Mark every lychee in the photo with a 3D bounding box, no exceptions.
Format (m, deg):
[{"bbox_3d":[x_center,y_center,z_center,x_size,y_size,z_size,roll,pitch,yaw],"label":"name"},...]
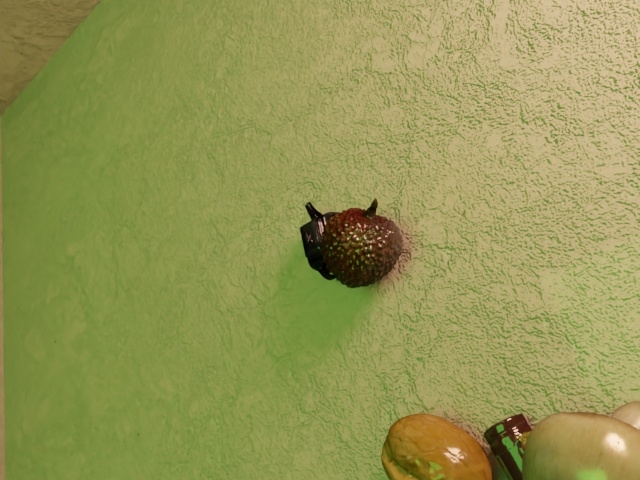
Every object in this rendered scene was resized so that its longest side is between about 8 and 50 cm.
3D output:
[{"bbox_3d":[0.081,0.001,1.200,0.165,0.165,0.198,31,117,41],"label":"lychee"}]

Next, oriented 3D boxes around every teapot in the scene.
[{"bbox_3d":[0.000,0.000,1.316,0.087,0.096,0.177,-27,64,33],"label":"teapot"}]

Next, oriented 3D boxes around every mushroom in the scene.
[{"bbox_3d":[0.410,0.320,0.821,0.253,0.260,0.234,8,48,44],"label":"mushroom"}]

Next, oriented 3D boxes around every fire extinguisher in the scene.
[{"bbox_3d":[0.337,0.408,0.949,0.106,0.075,0.252,-46,55,31],"label":"fire extinguisher"}]

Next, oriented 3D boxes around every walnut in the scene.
[{"bbox_3d":[0.193,0.379,1.027,0.206,0.159,0.159,22,95,48],"label":"walnut"}]
